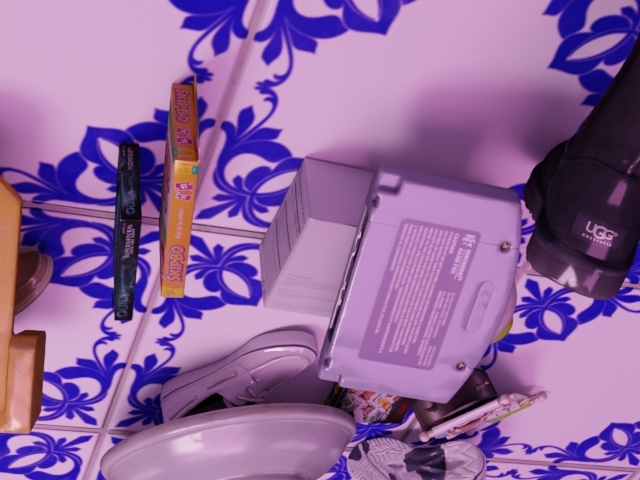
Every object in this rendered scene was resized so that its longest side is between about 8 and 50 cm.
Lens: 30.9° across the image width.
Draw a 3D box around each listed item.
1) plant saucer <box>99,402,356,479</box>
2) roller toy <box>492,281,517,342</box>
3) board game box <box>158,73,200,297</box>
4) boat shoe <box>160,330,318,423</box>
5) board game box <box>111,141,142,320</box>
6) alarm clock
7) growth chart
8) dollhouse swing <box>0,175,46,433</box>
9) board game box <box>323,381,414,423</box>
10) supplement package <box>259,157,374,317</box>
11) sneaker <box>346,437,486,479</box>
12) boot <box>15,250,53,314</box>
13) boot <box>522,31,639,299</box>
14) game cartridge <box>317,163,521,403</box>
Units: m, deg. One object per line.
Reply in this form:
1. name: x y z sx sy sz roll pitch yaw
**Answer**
1. plant saucer: -0.134 0.358 1.783 0.400 0.101 0.400 -9 157 -4
2. roller toy: 0.151 0.046 1.514 0.191 0.146 0.209 -7 130 0
3. board game box: -0.165 -0.061 1.346 0.039 0.124 0.259 3 138 -13
4. boat shoe: -0.121 0.217 1.708 0.267 0.088 0.096 -21 138 14
5. board game box: -0.234 -0.009 1.394 0.026 0.126 0.186 1 138 -13
6. alarm clock: 0.207 0.252 1.816 0.129 0.064 0.192 -24 160 -4
7. growth chart: 0.253 0.278 1.827 0.172 0.021 0.237 -30 162 18
8. dollhouse swing: -0.503 0.060 1.371 0.346 0.305 0.315 4 178 -10
9. board game box: 0.103 0.200 1.777 0.136 0.030 0.260 8 137 -16
10. supplement package: 0.000 0.000 1.463 0.105 0.105 0.179 11 136 -19
11. sneaker: 0.174 0.391 1.961 0.235 0.094 0.153 -11 152 17
12. boot: -0.460 0.037 1.446 0.213 0.077 0.165 -22 136 15
13. boot: 0.371 -0.194 1.244 0.146 0.367 0.445 21 112 1
14. game cartridge: 0.125 0.058 1.393 0.198 0.062 0.297 9 119 -14
